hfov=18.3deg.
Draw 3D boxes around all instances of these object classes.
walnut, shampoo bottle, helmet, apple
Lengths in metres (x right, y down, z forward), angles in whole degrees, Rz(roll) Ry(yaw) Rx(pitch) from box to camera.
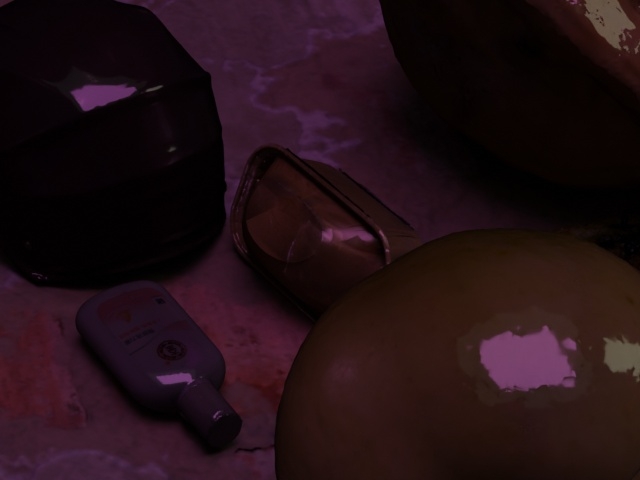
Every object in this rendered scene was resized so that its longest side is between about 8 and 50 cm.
[{"bbox_3d":[0.237,-0.227,1.674,0.383,0.383,0.383,3,39,-3],"label":"walnut"},{"bbox_3d":[-0.114,0.092,1.483,0.080,0.040,0.165,-18,44,-29],"label":"shampoo bottle"},{"bbox_3d":[-0.205,-0.112,1.621,0.225,0.177,0.305,-27,50,-31],"label":"helmet"},{"bbox_3d":[0.114,0.133,1.271,0.292,0.292,0.254,0,29,-7],"label":"apple"}]

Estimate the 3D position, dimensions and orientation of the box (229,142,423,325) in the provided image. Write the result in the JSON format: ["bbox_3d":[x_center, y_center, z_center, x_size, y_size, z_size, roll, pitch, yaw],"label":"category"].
[{"bbox_3d":[0.000,0.000,1.566,0.111,0.111,0.177,-24,47,-31],"label":"box"}]

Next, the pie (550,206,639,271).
[{"bbox_3d":[0.285,0.063,1.546,0.323,0.070,0.323,4,37,-3],"label":"pie"}]
